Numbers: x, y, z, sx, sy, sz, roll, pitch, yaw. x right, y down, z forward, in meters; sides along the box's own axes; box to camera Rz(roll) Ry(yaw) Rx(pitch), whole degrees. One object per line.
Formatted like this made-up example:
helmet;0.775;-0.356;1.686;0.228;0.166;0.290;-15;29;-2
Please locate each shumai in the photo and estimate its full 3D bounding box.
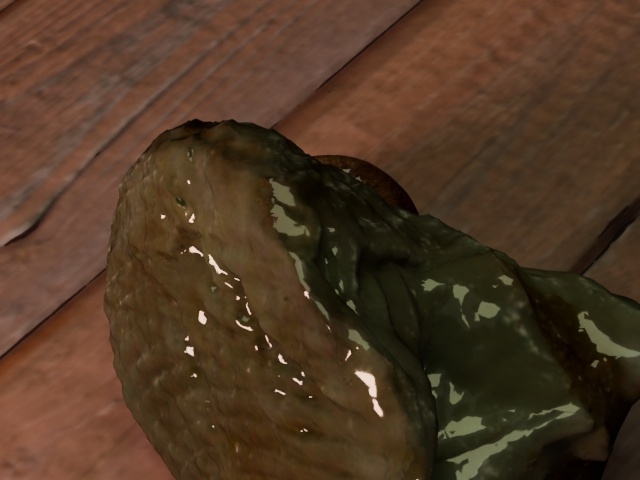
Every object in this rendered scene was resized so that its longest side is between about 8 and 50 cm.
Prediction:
shumai;0.024;0.044;1.019;0.203;0.222;0.272;-21;63;-36

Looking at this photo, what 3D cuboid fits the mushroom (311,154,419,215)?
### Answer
mushroom;0.000;0.000;1.130;0.127;0.087;0.127;-7;46;7
